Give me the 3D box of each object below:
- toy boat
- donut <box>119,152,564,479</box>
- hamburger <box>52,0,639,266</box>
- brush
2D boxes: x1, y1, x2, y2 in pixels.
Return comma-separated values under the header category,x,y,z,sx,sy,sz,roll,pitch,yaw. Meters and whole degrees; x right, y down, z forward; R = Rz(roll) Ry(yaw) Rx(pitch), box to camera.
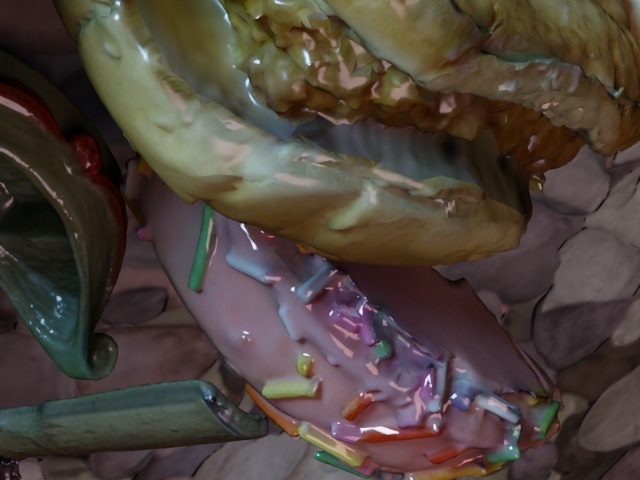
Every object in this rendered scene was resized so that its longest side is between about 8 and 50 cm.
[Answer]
category,x,y,z,sx,sy,sz,roll,pitch,yaw
toy boat,-0.130,-0.023,0.680,0.185,0.089,0.071,54,49,-34
donut,0.000,0.000,0.701,0.199,0.233,0.085,32,117,-33
hamburger,0.014,-0.116,0.598,0.144,0.260,0.283,-32,150,34
brush,-0.125,0.091,0.698,0.043,0.248,0.036,26,62,-46
